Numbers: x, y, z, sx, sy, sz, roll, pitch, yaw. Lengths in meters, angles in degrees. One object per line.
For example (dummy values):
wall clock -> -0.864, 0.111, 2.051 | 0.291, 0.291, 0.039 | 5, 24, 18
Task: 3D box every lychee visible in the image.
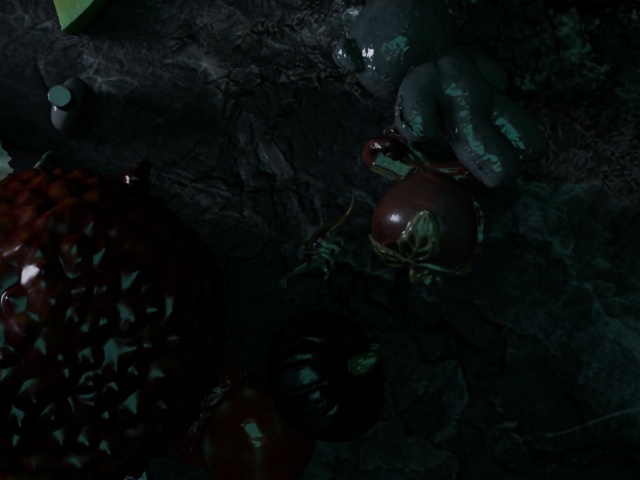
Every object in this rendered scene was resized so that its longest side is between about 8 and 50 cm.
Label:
lychee -> -0.325, 0.092, 1.495 | 0.425, 0.424, 0.499 | 16, 66, -2

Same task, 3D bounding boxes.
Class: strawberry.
strawberry -> -0.175, 0.247, 1.660 | 0.147, 0.082, 0.187 | 10, 92, 5

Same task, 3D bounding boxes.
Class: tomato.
tomato -> -0.088, 0.300, 1.622 | 0.166, 0.082, 0.174 | -47, 118, -7

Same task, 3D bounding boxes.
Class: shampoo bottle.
shampoo bottle -> -0.353, -0.192, 1.621 | 0.040, 0.165, 0.080 | 23, 87, -1

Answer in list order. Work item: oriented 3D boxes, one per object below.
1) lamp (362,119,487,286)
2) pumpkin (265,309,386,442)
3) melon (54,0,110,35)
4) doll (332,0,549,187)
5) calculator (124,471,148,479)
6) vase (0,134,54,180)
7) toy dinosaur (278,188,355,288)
lamp -> 0.140, -0.041, 1.656 | 0.215, 0.151, 0.223 | 25, 43, -7
pumpkin -> 0.008, 0.193, 1.614 | 0.194, 0.150, 0.194 | 7, 70, -19
melon -> -0.318, -0.426, 1.682 | 0.114, 0.053, 0.261 | 36, 96, 26
doll -> 0.166, -0.209, 1.648 | 0.340, 0.158, 0.246 | 48, 53, -1
calculator -> -0.303, 0.400, 1.664 | 0.127, 0.034, 0.190 | -11, 82, -2
vase -> -0.568, -0.156, 1.625 | 0.360, 0.165, 0.165 | 26, 87, -5
toy dinosaur -> 0.011, 0.010, 1.692 | 0.058, 0.037, 0.180 | 38, 87, -5
